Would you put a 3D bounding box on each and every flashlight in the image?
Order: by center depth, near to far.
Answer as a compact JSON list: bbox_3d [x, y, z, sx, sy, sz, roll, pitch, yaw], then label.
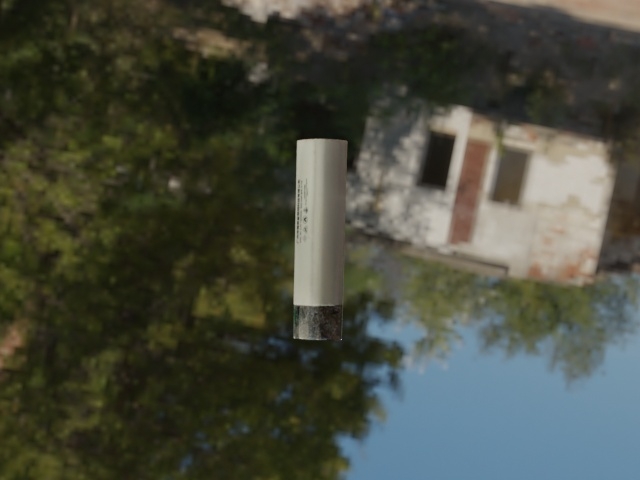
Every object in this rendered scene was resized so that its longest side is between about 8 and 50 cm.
[{"bbox_3d":[0.000,0.000,0.610,0.018,0.083,0.018,1,180,-34],"label":"flashlight"}]
